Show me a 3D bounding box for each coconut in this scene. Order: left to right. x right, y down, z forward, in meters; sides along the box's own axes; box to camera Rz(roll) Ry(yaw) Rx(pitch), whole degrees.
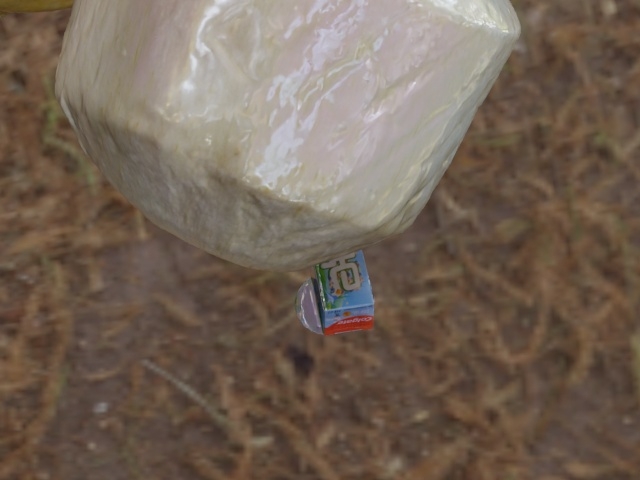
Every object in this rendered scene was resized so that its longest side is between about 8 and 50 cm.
[{"bbox_3d":[-0.021,-0.154,1.191,0.328,0.328,0.329,5,82,-38],"label":"coconut"}]

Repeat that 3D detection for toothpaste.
[{"bbox_3d":[0.000,0.000,1.732,0.070,0.044,0.193,-8,53,-6],"label":"toothpaste"}]

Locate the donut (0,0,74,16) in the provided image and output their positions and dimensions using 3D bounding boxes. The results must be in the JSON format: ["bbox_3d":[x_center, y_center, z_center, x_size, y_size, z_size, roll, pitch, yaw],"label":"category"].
[{"bbox_3d":[-0.268,-0.403,1.676,0.449,0.198,0.449,-34,149,-24],"label":"donut"}]
